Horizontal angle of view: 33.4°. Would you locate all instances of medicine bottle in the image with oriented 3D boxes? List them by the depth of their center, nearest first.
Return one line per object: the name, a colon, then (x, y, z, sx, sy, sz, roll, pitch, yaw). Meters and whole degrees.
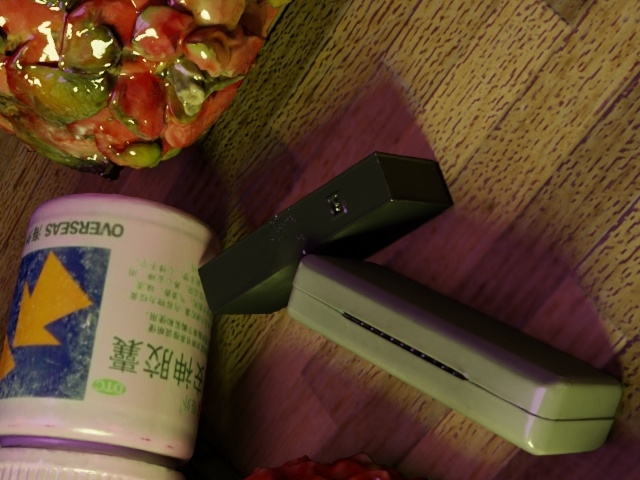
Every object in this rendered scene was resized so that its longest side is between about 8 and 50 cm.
medicine bottle: (-0.190, 0.121, 0.929, 0.178, 0.178, 0.291, -13, 61, 42)

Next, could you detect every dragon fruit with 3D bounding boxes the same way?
dragon fruit: (-0.150, -0.209, 0.917, 0.263, 0.314, 0.296, 7, 69, 28)

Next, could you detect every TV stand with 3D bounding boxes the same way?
TV stand: (-0.051, 0.267, 0.932, 0.256, 0.040, 0.049, 38, 113, 34)

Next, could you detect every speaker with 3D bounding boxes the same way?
speaker: (0.000, 0.000, 0.870, 0.218, 0.082, 0.044, -31, 67, 37)

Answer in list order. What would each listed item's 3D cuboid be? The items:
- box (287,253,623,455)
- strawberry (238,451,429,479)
box: (0.089, 0.076, 0.765, 0.243, 0.103, 0.055, 25, 101, 42)
strawberry: (0.012, 0.284, 0.764, 0.336, 0.149, 0.265, -7, 73, 31)
